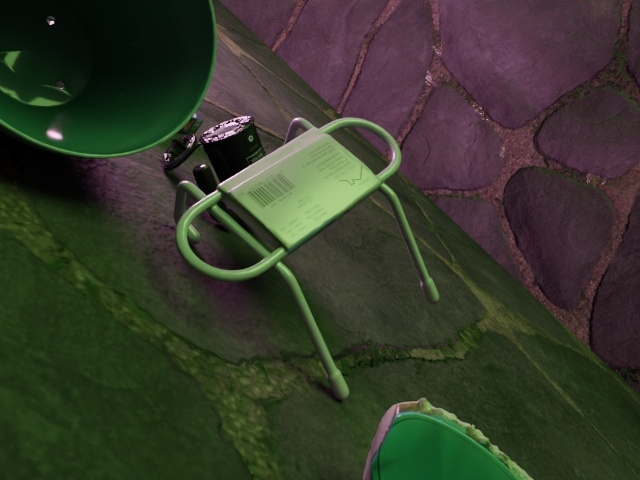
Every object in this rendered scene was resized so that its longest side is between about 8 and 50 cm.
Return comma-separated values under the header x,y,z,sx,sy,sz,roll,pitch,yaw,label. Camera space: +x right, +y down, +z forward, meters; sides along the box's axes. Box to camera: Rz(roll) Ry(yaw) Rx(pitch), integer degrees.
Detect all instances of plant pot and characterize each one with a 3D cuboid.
x,y,z,sx,sy,sz,roll,pitch,yaw,label
-0.291,-0.231,0.639,0.290,0.290,0.195,26,-14,-38,plant pot

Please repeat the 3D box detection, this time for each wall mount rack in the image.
x,y,z,sx,sy,sz,roll,pitch,yaw,label
0.000,0.000,0.708,0.304,0.130,0.350,42,53,14,wall mount rack

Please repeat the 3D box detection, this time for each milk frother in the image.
x,y,z,sx,sy,sz,roll,pitch,yaw,label
-0.146,-0.098,0.847,0.143,0.129,0.135,19,-44,51,milk frother

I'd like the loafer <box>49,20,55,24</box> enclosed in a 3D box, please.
x,y,z,sx,sy,sz,roll,pitch,yaw,label
-0.401,-0.303,0.886,0.056,0.050,0.148,39,2,-14,loafer

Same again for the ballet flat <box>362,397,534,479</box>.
x,y,z,sx,sy,sz,roll,pitch,yaw,label
0.185,0.318,0.515,0.409,0.147,0.147,46,18,8,ballet flat

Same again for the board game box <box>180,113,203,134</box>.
x,y,z,sx,sy,sz,roll,pitch,yaw,label
-0.313,-0.268,0.996,0.201,0.035,0.136,46,19,17,board game box

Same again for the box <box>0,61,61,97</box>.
x,y,z,sx,sy,sz,roll,pitch,yaw,label
-0.416,-0.241,0.734,0.162,0.029,0.116,25,24,-36,box

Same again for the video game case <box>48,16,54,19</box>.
x,y,z,sx,sy,sz,roll,pitch,yaw,label
-0.504,-0.439,1.054,0.122,0.011,0.087,46,19,18,video game case
